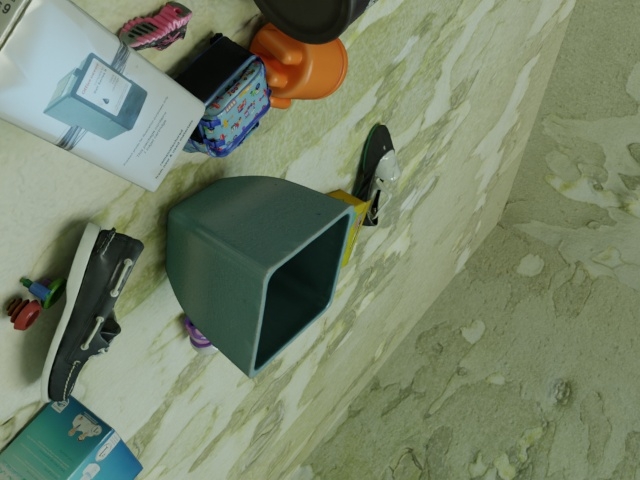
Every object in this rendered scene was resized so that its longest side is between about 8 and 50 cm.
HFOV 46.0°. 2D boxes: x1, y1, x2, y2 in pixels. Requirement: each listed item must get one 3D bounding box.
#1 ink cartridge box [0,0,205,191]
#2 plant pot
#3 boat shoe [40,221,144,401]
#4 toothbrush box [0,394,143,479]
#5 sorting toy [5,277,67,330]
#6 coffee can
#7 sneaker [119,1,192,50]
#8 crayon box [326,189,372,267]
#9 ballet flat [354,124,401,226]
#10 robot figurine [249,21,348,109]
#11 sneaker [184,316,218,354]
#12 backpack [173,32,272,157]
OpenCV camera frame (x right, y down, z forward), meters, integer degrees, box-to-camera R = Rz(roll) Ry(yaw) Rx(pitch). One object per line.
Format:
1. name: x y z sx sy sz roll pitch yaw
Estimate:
1. ink cartridge box: -0.281 -0.178 0.750 0.122 0.211 0.289 -58 158 0
2. plant pot: -0.128 0.029 1.302 0.248 0.252 0.247 -38 149 -43
3. boat shoe: -0.341 0.122 1.120 0.114 0.091 0.303 -95 -155 -63
4. toothbrush box: -0.460 0.431 1.255 0.296 0.126 0.216 -50 158 -25
5. sorting toy: -0.403 0.078 1.058 0.102 0.042 0.061 -55 177 -45
6. coffee can: 0.041 -0.451 1.126 0.275 0.201 0.202 -47 156 -30
7. sneaker: -0.218 -0.271 1.006 0.119 0.047 0.057 -40 163 -39
8. crayon box: 0.000 0.000 1.778 0.318 0.081 0.202 -25 140 -60
9. ballet flat: 0.149 -0.155 1.901 0.095 0.096 0.281 -34 147 -47
10. robot figurine: -0.033 -0.300 1.259 0.219 0.128 0.158 -17 109 -61
11. sneaker: -0.186 0.117 1.512 0.236 0.095 0.105 -49 148 -13
12. backpack: -0.151 -0.197 1.149 0.158 0.116 0.173 -49 159 -24
